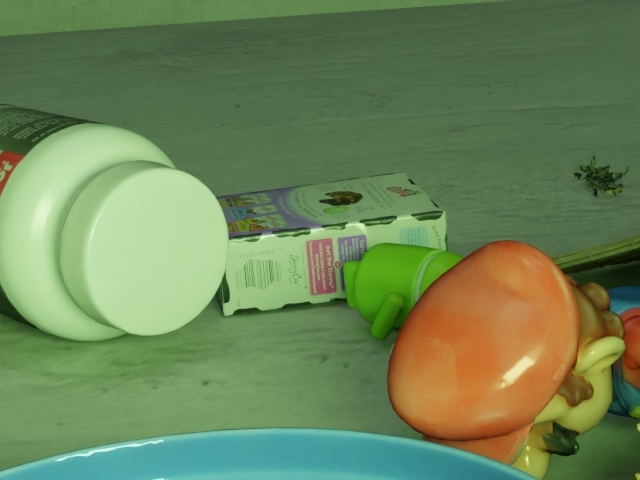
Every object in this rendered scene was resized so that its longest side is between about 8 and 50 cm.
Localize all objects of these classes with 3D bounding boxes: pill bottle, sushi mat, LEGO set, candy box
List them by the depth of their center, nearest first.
[{"bbox_3d":[0.274,-0.003,1.313,0.151,0.019,0.316,-9,-5,-20],"label":"sushi mat"},{"bbox_3d":[-0.216,-0.015,1.409,0.176,0.176,0.318,-16,18,-35],"label":"pill bottle"},{"bbox_3d":[0.000,0.000,1.492,0.196,0.070,0.165,-7,15,-7],"label":"candy box"},{"bbox_3d":[0.284,-0.059,1.731,0.054,0.023,0.083,-2,28,19],"label":"LEGO set"}]

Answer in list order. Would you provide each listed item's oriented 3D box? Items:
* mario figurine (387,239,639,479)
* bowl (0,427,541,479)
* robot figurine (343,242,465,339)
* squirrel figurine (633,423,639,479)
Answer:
[{"bbox_3d":[0.173,0.094,1.070,0.320,0.170,0.198,-3,-25,-37],"label":"mario figurine"},{"bbox_3d":[-0.059,0.191,0.783,0.391,0.077,0.391,-4,15,1],"label":"bowl"},{"bbox_3d":[0.073,0.037,1.333,0.115,0.067,0.101,7,20,37],"label":"robot figurine"},{"bbox_3d":[0.298,0.113,0.688,0.370,0.281,0.397,-46,-2,-32],"label":"squirrel figurine"}]
